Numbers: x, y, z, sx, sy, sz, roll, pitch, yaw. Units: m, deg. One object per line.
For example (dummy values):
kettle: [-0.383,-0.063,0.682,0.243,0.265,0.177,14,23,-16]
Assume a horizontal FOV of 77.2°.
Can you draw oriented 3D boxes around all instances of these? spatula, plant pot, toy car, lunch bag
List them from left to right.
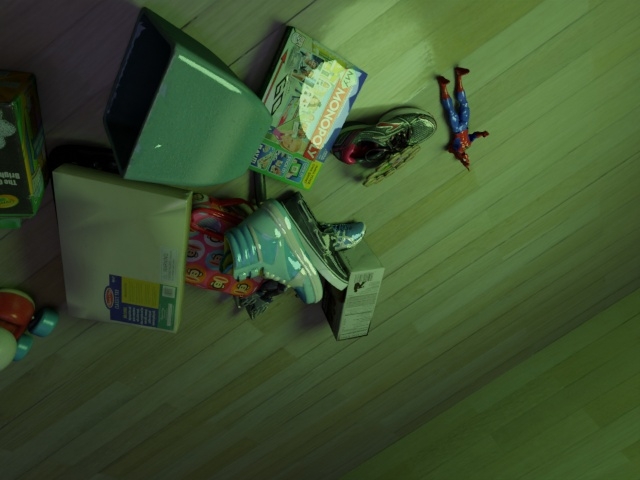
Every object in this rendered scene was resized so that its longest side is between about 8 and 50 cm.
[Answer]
toy car: [-0.791,0.250,0.942,0.210,0.238,0.219,-40,130,9]
plant pot: [-0.249,-0.255,0.803,0.252,0.248,0.247,11,121,-44]
lunch bag: [-0.253,0.006,1.073,0.293,0.120,0.258,23,109,-35]
spatula: [-0.154,-0.209,1.002,0.084,0.030,0.296,-11,128,-17]

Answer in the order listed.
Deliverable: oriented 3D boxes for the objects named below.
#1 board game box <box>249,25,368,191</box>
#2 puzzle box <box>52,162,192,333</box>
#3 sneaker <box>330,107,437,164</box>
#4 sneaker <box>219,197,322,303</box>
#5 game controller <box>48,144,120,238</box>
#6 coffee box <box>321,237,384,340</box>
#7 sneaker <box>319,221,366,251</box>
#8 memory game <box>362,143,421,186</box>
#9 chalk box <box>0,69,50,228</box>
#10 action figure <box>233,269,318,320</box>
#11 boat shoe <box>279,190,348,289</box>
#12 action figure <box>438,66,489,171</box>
board game box: [-0.050,-0.294,0.947,0.213,0.046,0.317,17,109,-32]
puzzle box: [-0.457,0.041,0.941,0.272,0.052,0.409,12,122,-9]
sneaker: [0.171,-0.258,1.049,0.299,0.112,0.121,-18,130,-10]
sneaker: [-0.134,0.073,1.019,0.208,0.127,0.319,-34,116,-16]
game controller: [-0.520,-0.067,0.931,0.166,0.067,0.319,-1,124,-23]
coffee box: [0.095,0.158,1.294,0.118,0.168,0.297,-6,128,-18]
sneaker: [0.039,-0.014,1.197,0.211,0.080,0.081,-21,132,-8]
memory game: [0.193,-0.200,1.089,0.186,0.012,0.186,-33,172,-5]
chalk box: [-0.631,-0.155,0.748,0.180,0.179,0.289,0,126,-24]
action figure: [-0.117,0.135,1.224,0.285,0.099,0.185,-27,150,9]
boat shoe: [0.000,0.000,1.114,0.102,0.108,0.301,-36,95,7]
action figure: [0.400,-0.309,1.097,0.091,0.139,0.280,-27,133,0]
